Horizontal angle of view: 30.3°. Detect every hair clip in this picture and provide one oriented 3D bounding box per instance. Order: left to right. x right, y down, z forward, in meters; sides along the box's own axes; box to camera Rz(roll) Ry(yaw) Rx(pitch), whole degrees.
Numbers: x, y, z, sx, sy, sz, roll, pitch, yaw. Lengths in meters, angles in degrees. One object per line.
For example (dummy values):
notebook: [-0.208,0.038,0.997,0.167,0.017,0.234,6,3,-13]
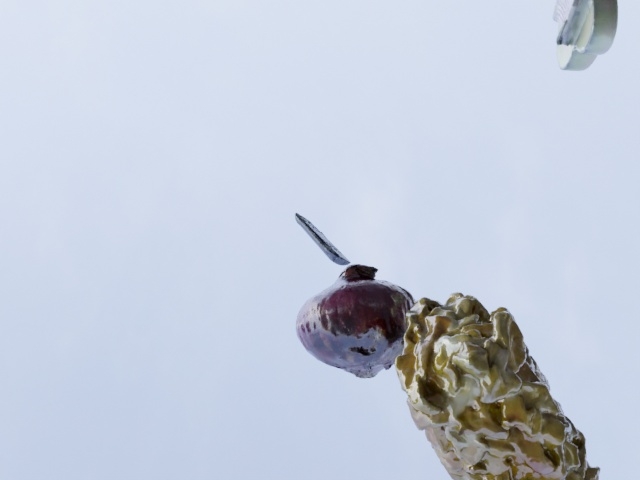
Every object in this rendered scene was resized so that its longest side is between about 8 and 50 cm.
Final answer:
hair clip: [0.272,-0.280,1.243,0.071,0.218,0.159,-3,-136,4]

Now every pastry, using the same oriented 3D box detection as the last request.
pastry: [0.144,0.156,0.879,0.250,0.102,0.154,59,-174,-24]

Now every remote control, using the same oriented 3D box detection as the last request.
remote control: [0.000,0.000,1.475,0.096,0.014,0.039,47,-170,36]

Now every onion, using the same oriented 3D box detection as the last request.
onion: [0.033,0.068,1.005,0.107,0.107,0.097,6,-105,-25]
